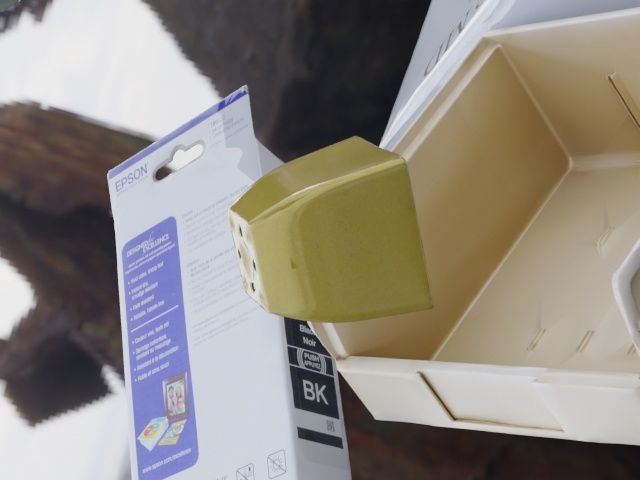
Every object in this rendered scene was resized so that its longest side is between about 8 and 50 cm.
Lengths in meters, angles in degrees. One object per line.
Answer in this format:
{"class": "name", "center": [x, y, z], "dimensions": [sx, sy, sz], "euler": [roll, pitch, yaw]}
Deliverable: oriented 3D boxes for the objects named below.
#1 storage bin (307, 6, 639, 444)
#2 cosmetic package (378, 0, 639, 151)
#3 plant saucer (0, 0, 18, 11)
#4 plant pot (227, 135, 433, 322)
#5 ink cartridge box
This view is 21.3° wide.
{"class": "storage bin", "center": [0.155, -0.013, 1.017], "dimensions": [0.262, 0.123, 0.260], "euler": [-1, 42, 50]}
{"class": "cosmetic package", "center": [0.294, -0.193, 1.317], "dimensions": [0.329, 0.327, 0.393], "euler": [-50, 14, 43]}
{"class": "plant saucer", "center": [-0.313, -0.227, 1.198], "dimensions": [0.400, 0.400, 0.100], "euler": [-83, -3, -64]}
{"class": "plant pot", "center": [0.000, 0.000, 0.872], "dimensions": [0.081, 0.083, 0.081], "euler": [-148, 44, -69]}
{"class": "ink cartridge box", "center": [-0.069, 0.070, 1.216], "dimensions": [0.165, 0.065, 0.332], "euler": [-28, 59, 37]}
